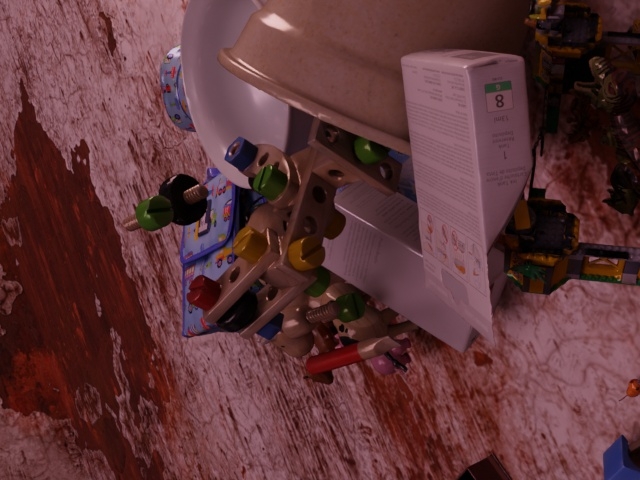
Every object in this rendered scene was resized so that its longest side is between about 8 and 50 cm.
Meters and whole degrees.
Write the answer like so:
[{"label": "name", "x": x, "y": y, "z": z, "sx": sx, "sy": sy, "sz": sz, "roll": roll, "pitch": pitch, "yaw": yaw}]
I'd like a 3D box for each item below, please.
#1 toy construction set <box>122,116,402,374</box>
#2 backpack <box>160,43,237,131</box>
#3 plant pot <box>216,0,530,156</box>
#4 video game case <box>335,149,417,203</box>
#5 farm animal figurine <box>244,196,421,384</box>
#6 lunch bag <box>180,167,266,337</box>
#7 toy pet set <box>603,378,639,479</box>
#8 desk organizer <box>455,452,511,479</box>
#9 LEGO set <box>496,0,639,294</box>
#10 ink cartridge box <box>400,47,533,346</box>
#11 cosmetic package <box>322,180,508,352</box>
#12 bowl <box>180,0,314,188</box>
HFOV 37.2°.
[{"label": "toy construction set", "x": 0.000, "y": 0.000, "z": 1.071, "sx": 0.237, "sy": 0.257, "sz": 0.308, "roll": -21, "pitch": 110, "yaw": 40}, {"label": "backpack", "x": -0.160, "y": -0.249, "z": 1.512, "sx": 0.117, "sy": 0.173, "sz": 0.158, "roll": 12, "pitch": 112, "yaw": 53}, {"label": "plant pot", "x": 0.100, "y": -0.271, "z": 1.001, "sx": 0.334, "sy": 0.334, "sz": 0.305, "roll": 36, "pitch": 109, "yaw": 44}, {"label": "video game case", "x": 0.106, "y": -0.101, "z": 1.287, "sx": 0.269, "sy": 0.061, "sz": 0.244, "roll": 59, "pitch": 143, "yaw": 22}, {"label": "farm animal figurine", "x": -0.018, "y": 0.076, "z": 1.366, "sx": 0.326, "sy": 0.172, "sz": 0.330, "roll": 65, "pitch": 160, "yaw": 10}, {"label": "lunch bag", "x": -0.162, "y": 0.008, "z": 1.691, "sx": 0.221, "sy": 0.138, "sz": 0.293, "roll": -28, "pitch": 67, "yaw": 57}, {"label": "toy pet set", "x": 0.357, "y": 0.223, "z": 1.047, "sx": 0.122, "sy": 0.065, "sz": 0.114, "roll": 55, "pitch": 142, "yaw": 27}, {"label": "desk organizer", "x": 0.209, "y": 0.355, "z": 1.330, "sx": 0.047, "sy": 0.050, "sz": 0.130, "roll": 56, "pitch": 142, "yaw": 26}, {"label": "LEGO set", "x": 0.270, "y": -0.111, "z": 0.784, "sx": 0.255, "sy": 0.331, "sz": 0.192, "roll": 14, "pitch": 155, "yaw": 17}, {"label": "ink cartridge box", "x": 0.126, "y": -0.047, "z": 0.806, "sx": 0.181, "sy": 0.056, "sz": 0.224, "roll": -131, "pitch": 30, "yaw": -73}, {"label": "cosmetic package", "x": 0.116, "y": 0.026, "z": 1.199, "sx": 0.231, "sy": 0.085, "sz": 0.117, "roll": 32, "pitch": 136, "yaw": 21}, {"label": "bowl", "x": -0.074, "y": -0.231, "z": 1.350, "sx": 0.298, "sy": 0.134, "sz": 0.297, "roll": 32, "pitch": 131, "yaw": 47}]
